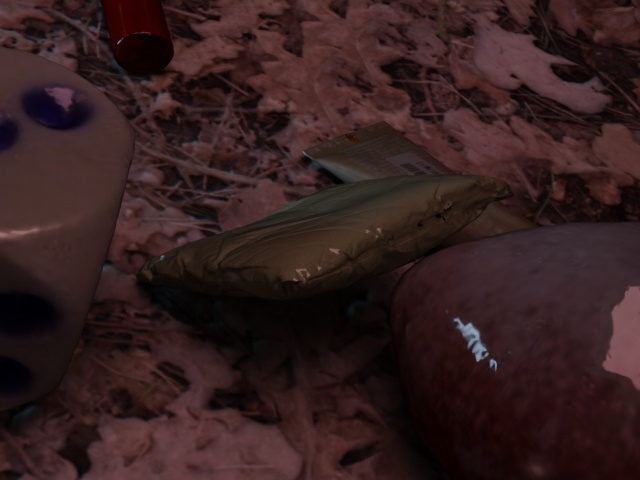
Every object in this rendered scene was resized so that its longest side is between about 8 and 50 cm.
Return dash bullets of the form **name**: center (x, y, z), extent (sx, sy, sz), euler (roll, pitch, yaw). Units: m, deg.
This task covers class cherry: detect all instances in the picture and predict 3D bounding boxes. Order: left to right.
- **cherry**: center (0.243, 0.113, 1.193), extent (0.326, 0.291, 0.335), euler (-29, 42, -16)

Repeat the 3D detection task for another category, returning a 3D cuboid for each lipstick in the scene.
- **lipstick**: center (-0.234, -0.312, 1.611), extent (0.073, 0.073, 0.280), euler (-1, 48, -20)

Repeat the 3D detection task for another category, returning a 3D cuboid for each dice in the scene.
- **dice**: center (-0.316, -0.012, 1.155), extent (0.259, 0.243, 0.251), euler (15, 41, -12)

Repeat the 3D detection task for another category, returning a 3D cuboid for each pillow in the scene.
- **pillow**: center (0.002, 0.000, 1.294), extent (0.280, 0.076, 0.274), euler (-23, 13, -35)

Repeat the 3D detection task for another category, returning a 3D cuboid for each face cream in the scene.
- **face cream**: center (0.142, -0.031, 1.462), extent (0.137, 0.084, 0.341), euler (-24, 49, -38)
